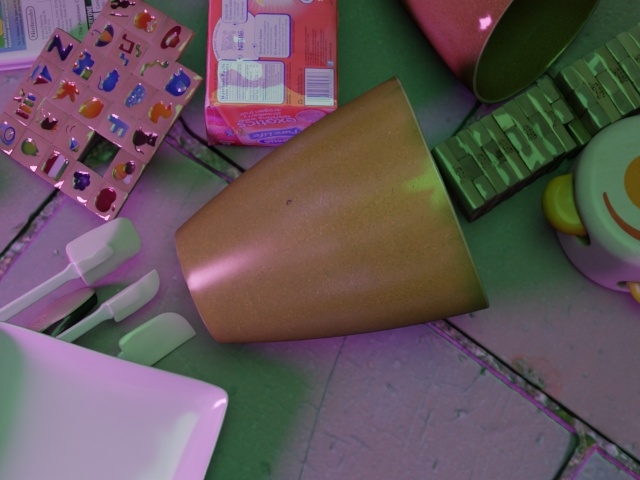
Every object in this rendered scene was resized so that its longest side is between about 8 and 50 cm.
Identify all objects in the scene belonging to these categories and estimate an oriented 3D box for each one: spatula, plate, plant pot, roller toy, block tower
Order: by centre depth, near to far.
[{"bbox_3d":[-0.267,0.256,1.510,0.278,0.045,0.277,18,80,-13],"label":"plate"},{"bbox_3d":[0.000,0.000,1.540,0.293,0.275,0.275,-22,77,4],"label":"plant pot"},{"bbox_3d":[-0.278,0.100,1.557,0.242,0.019,0.168,-33,107,-18],"label":"spatula"},{"bbox_3d":[0.377,-0.045,1.626,0.209,0.146,0.191,34,74,5],"label":"roller toy"},{"bbox_3d":[0.175,-0.331,1.663,0.237,0.237,0.254,-42,67,-14],"label":"plant pot"},{"bbox_3d":[0.286,-0.144,1.675,0.335,0.097,0.091,-31,79,-14],"label":"block tower"}]

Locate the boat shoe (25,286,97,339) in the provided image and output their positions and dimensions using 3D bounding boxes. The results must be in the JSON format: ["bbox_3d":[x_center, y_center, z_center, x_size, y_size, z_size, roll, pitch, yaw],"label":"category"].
[{"bbox_3d":[-0.303,0.102,1.580,0.133,0.049,0.042,-42,117,-23],"label":"boat shoe"}]

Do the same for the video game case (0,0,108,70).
[{"bbox_3d":[-0.392,-0.364,1.702,0.300,0.036,0.329,-8,76,-7],"label":"video game case"}]

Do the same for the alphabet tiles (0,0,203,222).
[{"bbox_3d":[-0.253,-0.169,1.616,0.198,0.009,0.237,33,91,19],"label":"alphabet tiles"}]

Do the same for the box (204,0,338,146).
[{"bbox_3d":[-0.059,-0.270,1.650,0.154,0.142,0.300,0,75,-5],"label":"box"}]
